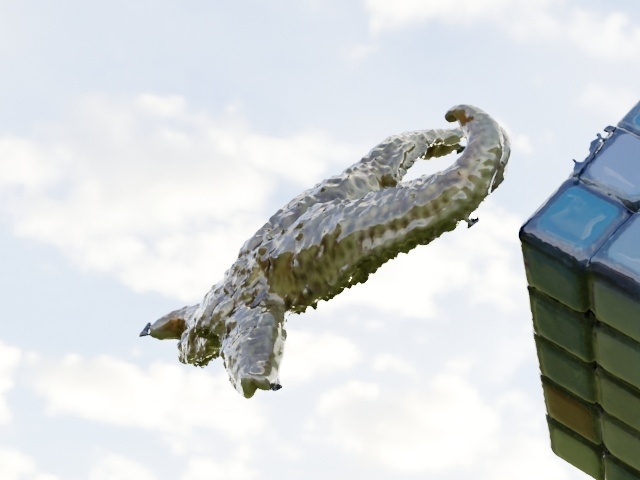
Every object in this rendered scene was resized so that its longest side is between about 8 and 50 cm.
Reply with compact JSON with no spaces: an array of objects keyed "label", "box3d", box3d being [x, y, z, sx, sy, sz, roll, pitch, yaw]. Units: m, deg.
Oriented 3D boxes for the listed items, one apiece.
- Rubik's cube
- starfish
[{"label":"Rubik's cube","box3d":[0.341,0.048,1.190,0.287,0.292,0.293,31,-29,32]},{"label":"starfish","box3d":[0.000,0.000,1.313,0.082,0.324,0.432,48,-4,-6]}]
